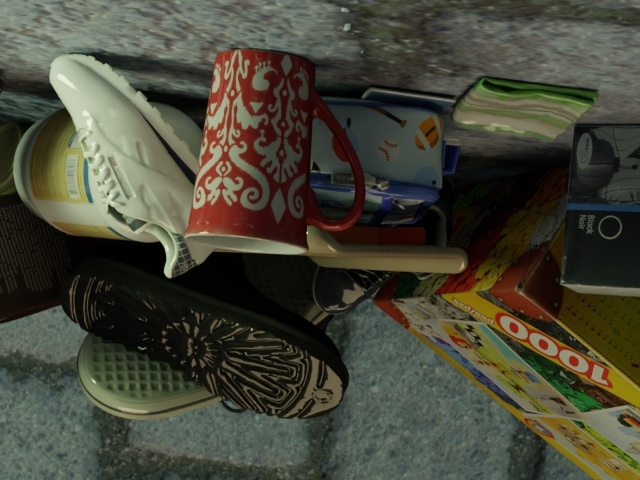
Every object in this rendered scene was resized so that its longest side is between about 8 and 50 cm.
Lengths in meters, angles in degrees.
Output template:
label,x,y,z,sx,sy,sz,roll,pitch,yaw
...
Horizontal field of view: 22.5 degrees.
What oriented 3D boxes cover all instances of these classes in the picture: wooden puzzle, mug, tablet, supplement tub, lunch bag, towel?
label,x,y,z,sx,sy,sz,roll,pitch,yaw
wooden puzzle,0.000,0.000,1.646,0.221,0.044,0.238,2,175,41
mug,-0.042,-0.076,1.452,0.150,0.169,0.113,9,172,-26
tablet,0.084,-0.135,1.536,0.083,0.006,0.054,7,174,-8
supplement tub,-0.224,-0.074,1.701,0.144,0.144,0.199,12,176,-39
lunch bag,0.013,-0.076,1.642,0.243,0.115,0.303,6,176,-2
towel,0.187,-0.121,1.501,0.113,0.023,0.152,6,173,-4

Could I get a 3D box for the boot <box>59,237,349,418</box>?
label,x,y,z,sx,sy,sz,roll,pitch,yaw
boot,-0.096,0.030,1.821,0.348,0.260,0.131,26,136,3

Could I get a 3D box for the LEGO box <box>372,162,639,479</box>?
label,x,y,z,sx,sy,sz,roll,pitch,yaw
LEGO box,0.367,0.139,1.926,0.500,0.193,0.372,39,163,-15

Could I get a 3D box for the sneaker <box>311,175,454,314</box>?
label,x,y,z,sx,sy,sz,roll,pitch,yaw
sneaker,0.069,0.021,1.870,0.086,0.226,0.163,38,-162,-13

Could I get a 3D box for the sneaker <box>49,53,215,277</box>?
label,x,y,z,sx,sy,sz,roll,pitch,yaw
sneaker,-0.181,-0.074,1.516,0.235,0.095,0.090,47,168,-6

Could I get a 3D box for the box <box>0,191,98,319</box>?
label,x,y,z,sx,sy,sz,roll,pitch,yaw
box,-0.412,0.040,1.767,0.191,0.143,0.381,-18,-179,28

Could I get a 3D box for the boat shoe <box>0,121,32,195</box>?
label,x,y,z,sx,sy,sz,roll,pitch,yaw
boat shoe,-0.396,-0.074,2.019,0.104,0.111,0.307,12,171,-34

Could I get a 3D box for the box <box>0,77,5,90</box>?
label,x,y,z,sx,sy,sz,roll,pitch,yaw
box,-0.386,-0.099,1.643,0.029,0.162,0.116,38,166,-10

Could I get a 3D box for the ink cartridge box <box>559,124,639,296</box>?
label,x,y,z,sx,sy,sz,roll,pitch,yaw
ink cartridge box,0.397,-0.025,1.524,0.332,0.165,0.065,2,171,27

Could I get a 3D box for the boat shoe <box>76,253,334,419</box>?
label,x,y,z,sx,sy,sz,roll,pitch,yaw
boat shoe,-0.116,0.115,1.971,0.187,0.156,0.500,38,-146,15
